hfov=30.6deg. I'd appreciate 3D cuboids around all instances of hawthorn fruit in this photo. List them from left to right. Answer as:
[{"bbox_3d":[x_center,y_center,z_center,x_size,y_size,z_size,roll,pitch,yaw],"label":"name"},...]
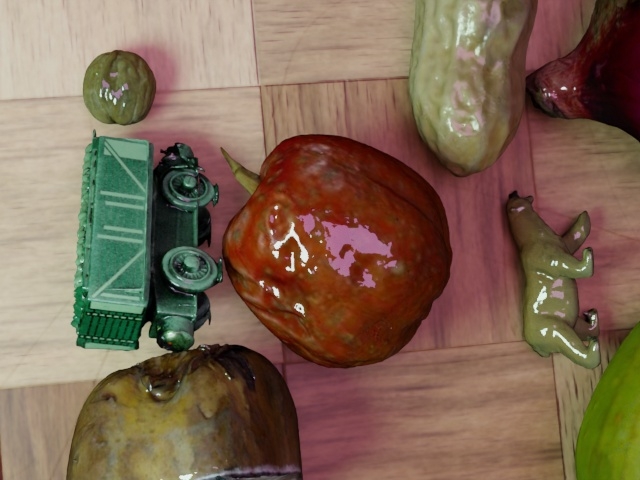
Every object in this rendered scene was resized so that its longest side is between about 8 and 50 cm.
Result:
[{"bbox_3d":[0.020,0.014,1.290,0.261,0.258,0.258,31,80,-34],"label":"hawthorn fruit"}]

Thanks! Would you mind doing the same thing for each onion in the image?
[{"bbox_3d":[0.415,-0.212,1.360,0.385,0.347,0.348,-15,87,24],"label":"onion"}]

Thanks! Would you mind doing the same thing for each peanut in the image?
[{"bbox_3d":[0.180,-0.231,1.383,0.152,0.152,0.313,10,86,-8],"label":"peanut"}]

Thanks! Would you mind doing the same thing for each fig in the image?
[{"bbox_3d":[0.430,0.215,1.334,0.258,0.258,0.326,19,68,-7],"label":"fig"}]

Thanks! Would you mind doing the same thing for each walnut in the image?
[{"bbox_3d":[-0.231,-0.175,1.344,0.092,0.092,0.092,1,85,-9],"label":"walnut"}]

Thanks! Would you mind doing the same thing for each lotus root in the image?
[{"bbox_3d":[-0.151,0.209,1.247,0.272,0.272,0.192,-6,74,-10],"label":"lotus root"}]

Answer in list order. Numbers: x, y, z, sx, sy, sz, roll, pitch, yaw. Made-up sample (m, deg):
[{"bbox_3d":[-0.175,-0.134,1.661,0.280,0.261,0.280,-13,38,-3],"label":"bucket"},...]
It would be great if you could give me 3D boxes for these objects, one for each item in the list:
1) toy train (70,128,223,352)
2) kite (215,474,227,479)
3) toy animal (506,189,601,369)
[{"bbox_3d":[-0.189,0.007,1.279,0.154,0.115,0.269,3,53,-10],"label":"toy train"},{"bbox_3d":[-0.162,0.347,1.223,0.368,0.406,0.014,-11,54,-44],"label":"kite"},{"bbox_3d":[0.280,0.045,1.410,0.101,0.103,0.219,-5,90,14],"label":"toy animal"}]
